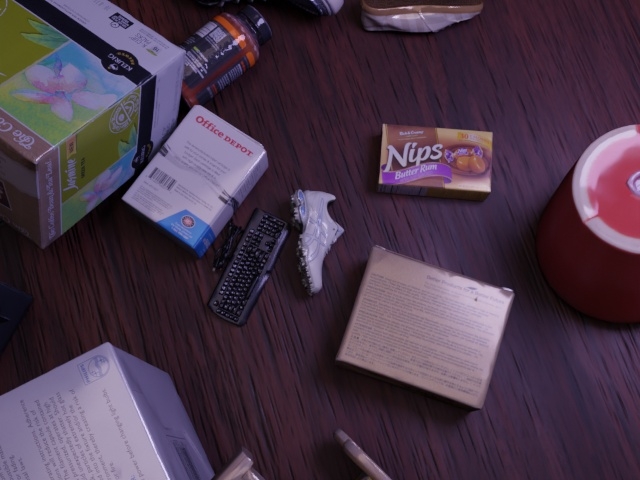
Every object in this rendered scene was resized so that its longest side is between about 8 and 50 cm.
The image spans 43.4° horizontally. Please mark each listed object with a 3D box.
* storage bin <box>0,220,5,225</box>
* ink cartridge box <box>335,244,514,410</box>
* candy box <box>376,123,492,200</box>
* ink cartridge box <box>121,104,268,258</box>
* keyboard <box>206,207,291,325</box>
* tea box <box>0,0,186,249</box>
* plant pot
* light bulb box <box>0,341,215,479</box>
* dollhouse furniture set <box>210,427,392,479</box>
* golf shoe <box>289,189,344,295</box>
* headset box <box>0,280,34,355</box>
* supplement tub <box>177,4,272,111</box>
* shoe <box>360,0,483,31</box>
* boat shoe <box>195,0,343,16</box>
[{"bbox_3d":[-0.550,-0.082,1.323,0.135,0.091,0.098,-25,77,-7],"label":"storage bin"},{"bbox_3d":[0.161,0.140,1.261,0.234,0.088,0.193,19,75,6],"label":"ink cartridge box"},{"bbox_3d":[0.190,-0.132,1.350,0.186,0.053,0.109,6,76,1],"label":"candy box"},{"bbox_3d":[-0.201,-0.097,1.326,0.148,0.086,0.203,34,77,9],"label":"ink cartridge box"},{"bbox_3d":[-0.129,0.035,1.317,0.100,0.038,0.192,23,76,6],"label":"keyboard"},{"bbox_3d":[-0.442,-0.226,1.240,0.329,0.220,0.323,34,54,9],"label":"tea box"},{"bbox_3d":[0.466,-0.035,1.199,0.274,0.243,0.275,-4,69,12],"label":"plant pot"},{"bbox_3d":[-0.356,0.334,1.075,0.360,0.358,0.225,-27,75,-5],"label":"light bulb box"},{"bbox_3d":[-0.070,0.401,1.031,0.256,0.394,0.362,44,81,1],"label":"dollhouse furniture set"},{"bbox_3d":[0.000,0.000,1.312,0.085,0.069,0.176,-4,78,-10],"label":"golf shoe"},{"bbox_3d":[-0.604,0.070,1.202,0.283,0.246,0.131,25,77,8],"label":"headset box"},{"bbox_3d":[-0.178,-0.315,1.373,0.198,0.106,0.106,-40,79,-10],"label":"supplement tub"},{"bbox_3d":[0.178,-0.405,1.425,0.218,0.058,0.077,-2,44,-4],"label":"shoe"},{"bbox_3d":[-0.132,-0.455,1.411,0.340,0.127,0.158,37,85,17],"label":"boat shoe"}]
